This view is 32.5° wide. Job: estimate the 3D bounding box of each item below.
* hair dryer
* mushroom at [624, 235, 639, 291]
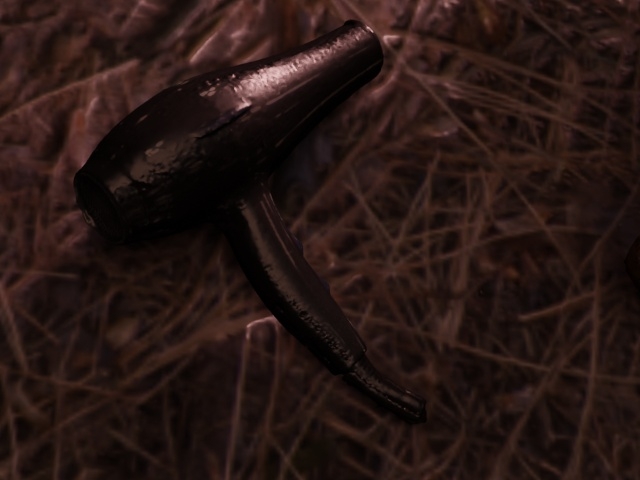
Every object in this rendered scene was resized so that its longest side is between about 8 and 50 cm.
[{"bbox_3d":[0.000,0.000,0.584,0.195,0.075,0.219,-34,90,-31],"label":"hair dryer"},{"bbox_3d":[0.248,0.034,0.606,0.171,0.080,0.135,19,57,-8],"label":"mushroom"}]
